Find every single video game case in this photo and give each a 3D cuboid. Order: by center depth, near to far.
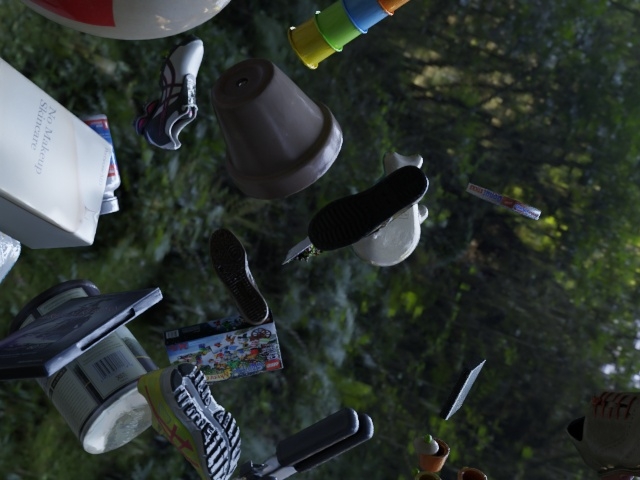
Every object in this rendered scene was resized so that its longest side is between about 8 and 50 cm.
[{"bbox_3d":[-0.396,0.142,1.495,0.196,0.026,0.274,-8,-163,30],"label":"video game case"}]

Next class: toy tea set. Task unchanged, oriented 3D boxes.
[{"bbox_3d":[0.330,0.573,2.323,0.336,0.200,0.124,33,-53,36],"label":"toy tea set"}]

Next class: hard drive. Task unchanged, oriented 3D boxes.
[{"bbox_3d":[0.313,0.326,2.173,0.094,0.022,0.135,-20,138,-60],"label":"hard drive"}]

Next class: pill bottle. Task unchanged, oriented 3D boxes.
[{"bbox_3d":[-0.523,-0.168,2.224,0.124,0.124,0.221,-170,-113,-74],"label":"pill bottle"}]

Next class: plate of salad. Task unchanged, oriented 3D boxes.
[{"bbox_3d":[0.000,0.000,2.145,0.200,0.048,0.200,-36,-178,2],"label":"plate of salad"}]

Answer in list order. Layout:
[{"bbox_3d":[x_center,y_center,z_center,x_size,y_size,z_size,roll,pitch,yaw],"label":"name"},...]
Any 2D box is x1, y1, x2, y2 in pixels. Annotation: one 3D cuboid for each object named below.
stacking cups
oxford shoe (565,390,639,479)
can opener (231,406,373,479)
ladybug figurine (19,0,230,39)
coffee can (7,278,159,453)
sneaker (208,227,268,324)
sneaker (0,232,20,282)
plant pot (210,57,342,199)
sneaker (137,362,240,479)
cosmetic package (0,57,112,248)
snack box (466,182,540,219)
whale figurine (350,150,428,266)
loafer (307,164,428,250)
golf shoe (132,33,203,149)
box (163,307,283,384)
[{"bbox_3d":[0.090,-0.439,1.860,0.316,0.096,0.096,-26,-143,25],"label":"stacking cups"},{"bbox_3d":[0.467,0.283,1.497,0.123,0.130,0.348,-45,167,-27],"label":"oxford shoe"},{"bbox_3d":[-0.033,0.376,1.627,0.283,0.076,0.095,-33,-133,28],"label":"can opener"},{"bbox_3d":[-0.299,-0.429,1.219,0.305,0.449,0.162,-63,168,1],"label":"ladybug figurine"},{"bbox_3d":[-0.443,0.241,1.890,0.275,0.201,0.201,47,-55,24],"label":"coffee can"},{"bbox_3d":[-0.155,0.071,1.795,0.071,0.066,0.188,132,-65,-75],"label":"sneaker"},{"bbox_3d":[-0.593,0.079,1.640,0.228,0.087,0.092,-67,156,-4],"label":"sneaker"},{"bbox_3d":[-0.115,-0.253,2.077,0.263,0.229,0.263,-15,-133,17],"label":"plant pot"},{"bbox_3d":[-0.179,0.249,1.327,0.094,0.208,0.081,-5,-152,31],"label":"sneaker"},{"bbox_3d":[-0.404,-0.115,1.231,0.113,0.309,0.160,-3,-110,24],"label":"cosmetic package"},{"bbox_3d":[0.362,-0.079,1.956,0.022,0.064,0.178,-66,-154,5],"label":"snack box"},{"bbox_3d":[0.148,-0.079,2.269,0.141,0.216,0.272,33,-64,54],"label":"whale figurine"},{"bbox_3d":[0.084,-0.044,1.623,0.220,0.080,0.078,-26,166,11],"label":"loafer"},{"bbox_3d":[-0.324,-0.341,2.287,0.273,0.120,0.105,-64,156,7],"label":"golf shoe"},{"bbox_3d":[-0.206,0.235,2.104,0.044,0.233,0.159,-107,-174,-45],"label":"box"}]
